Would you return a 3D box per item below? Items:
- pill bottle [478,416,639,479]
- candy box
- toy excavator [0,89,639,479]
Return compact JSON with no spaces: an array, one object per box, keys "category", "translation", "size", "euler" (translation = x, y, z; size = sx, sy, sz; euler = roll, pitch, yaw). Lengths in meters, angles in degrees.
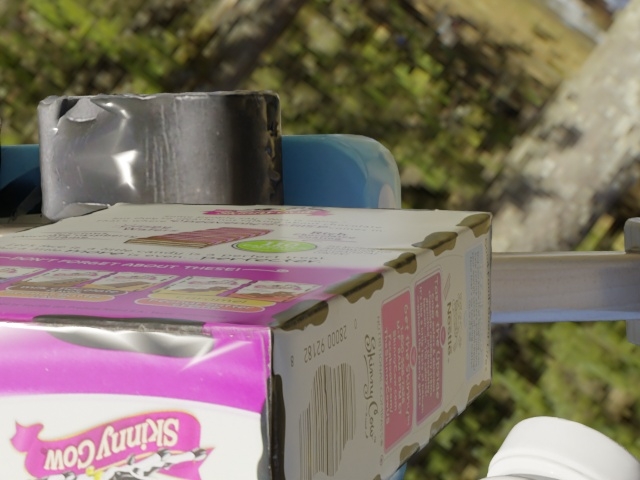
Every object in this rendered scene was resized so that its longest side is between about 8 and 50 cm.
[{"category":"pill bottle","translation":[0.148,0.285,1.317],"size":[0.161,0.283,0.161],"euler":[24,147,17]},{"category":"candy box","translation":[-0.046,0.036,0.560],"size":[0.159,0.071,0.233],"euler":[2,-170,20]},{"category":"toy excavator","translation":[-0.005,0.031,0.905],"size":[0.433,0.222,0.445],"euler":[-1,-175,20]}]
